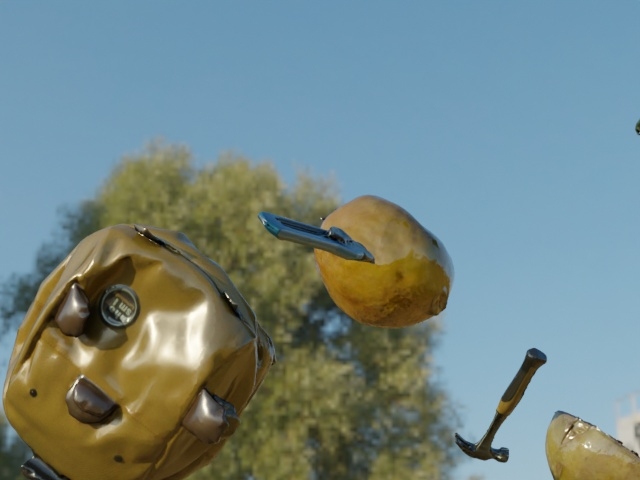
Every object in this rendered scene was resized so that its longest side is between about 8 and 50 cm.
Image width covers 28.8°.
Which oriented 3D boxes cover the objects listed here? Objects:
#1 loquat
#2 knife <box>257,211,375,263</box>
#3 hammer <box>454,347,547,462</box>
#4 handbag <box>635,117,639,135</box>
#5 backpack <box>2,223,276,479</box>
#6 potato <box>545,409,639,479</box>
[{"bbox_3d":[0.087,0.032,1.786,0.234,0.176,0.187,37,-17,24],"label":"loquat"},{"bbox_3d":[0.002,-0.002,1.361,0.026,0.044,0.296,-45,-18,10],"label":"knife"},{"bbox_3d":[0.226,0.205,1.541,0.078,0.021,0.201,11,-50,-10],"label":"hammer"},{"bbox_3d":[0.655,-0.291,2.067,0.268,0.100,0.274,-34,-25,-51],"label":"handbag"},{"bbox_3d":[-0.252,0.175,1.666,0.353,0.378,0.201,35,13,13],"label":"backpack"},{"bbox_3d":[0.418,0.354,1.800,0.261,0.100,0.120,37,-12,20],"label":"potato"}]
